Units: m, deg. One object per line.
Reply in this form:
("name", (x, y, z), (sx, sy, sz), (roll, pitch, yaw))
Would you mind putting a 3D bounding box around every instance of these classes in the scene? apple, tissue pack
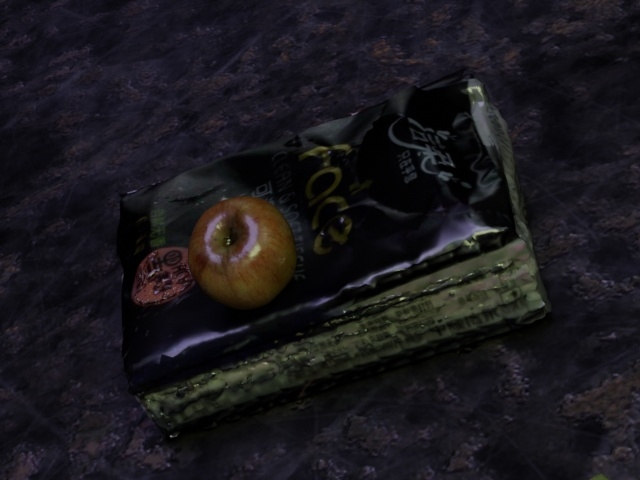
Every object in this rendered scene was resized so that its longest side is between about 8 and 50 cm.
("apple", (-0.054, 0.010, 1.151), (0.084, 0.071, 0.084), (-13, 57, 21))
("tissue pack", (0.000, 0.000, 1.265), (0.332, 0.123, 0.245), (-19, 42, 9))

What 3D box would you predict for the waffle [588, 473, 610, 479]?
("waffle", (0.165, 0.244, 0.928), (0.208, 0.054, 0.214), (-36, 44, -21))
